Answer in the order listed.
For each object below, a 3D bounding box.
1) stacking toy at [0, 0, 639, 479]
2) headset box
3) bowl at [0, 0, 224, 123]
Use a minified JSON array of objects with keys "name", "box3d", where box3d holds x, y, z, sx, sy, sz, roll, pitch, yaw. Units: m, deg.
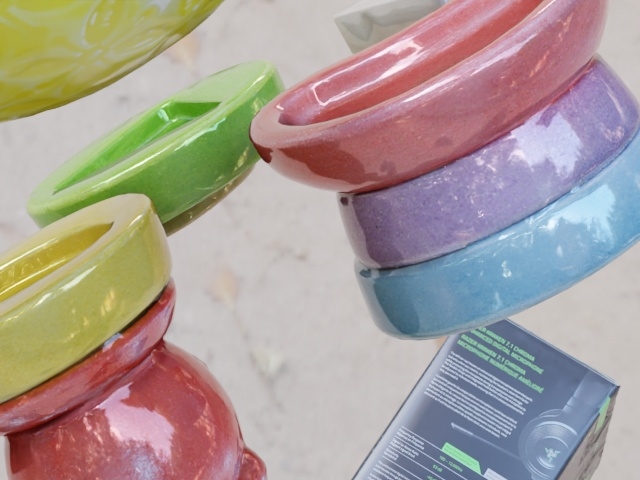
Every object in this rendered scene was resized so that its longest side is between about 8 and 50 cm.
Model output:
[{"name":"stacking toy","box3d":[0.000,0.000,0.776,0.309,0.130,0.279,-27,14,11]},{"name":"headset box","box3d":[0.108,0.210,1.442,0.131,0.246,0.283,30,73,15]},{"name":"bowl","box3d":[-0.177,-0.120,0.566,0.156,0.289,0.289,-50,61,10]}]
